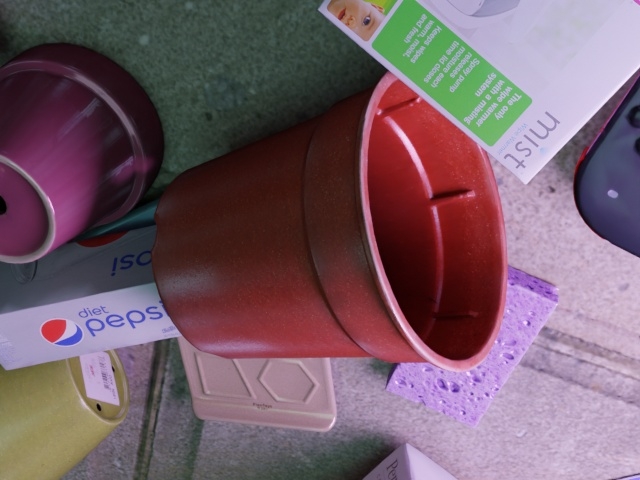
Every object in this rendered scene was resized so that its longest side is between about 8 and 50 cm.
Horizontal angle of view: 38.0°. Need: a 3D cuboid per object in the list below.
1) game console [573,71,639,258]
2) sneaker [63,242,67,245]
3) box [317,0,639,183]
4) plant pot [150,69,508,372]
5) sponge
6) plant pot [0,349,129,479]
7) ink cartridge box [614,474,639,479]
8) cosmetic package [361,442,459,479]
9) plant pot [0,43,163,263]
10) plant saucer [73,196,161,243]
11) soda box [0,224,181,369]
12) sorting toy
[{"bbox_3d":[0.454,-0.074,0.799,0.386,0.060,0.342,27,127,-1],"label":"game console"},{"bbox_3d":[-0.326,0.028,1.120,0.061,0.054,0.152,-22,113,26],"label":"sneaker"},{"bbox_3d":[0.172,-0.222,0.735,0.231,0.127,0.262,42,126,1],"label":"box"},{"bbox_3d":[0.000,0.000,0.884,0.265,0.272,0.272,-11,118,33],"label":"plant pot"},{"bbox_3d":[0.163,0.111,1.031,0.117,0.031,0.210,24,127,1],"label":"sponge"},{"bbox_3d":[-0.400,0.216,1.167,0.293,0.275,0.275,-24,113,12],"label":"plant pot"},{"bbox_3d":[0.380,0.381,1.132,0.206,0.045,0.208,-23,111,30],"label":"ink cartridge box"},{"bbox_3d":[0.015,0.487,1.114,0.161,0.230,0.453,39,106,-20],"label":"cosmetic package"},{"bbox_3d":[-0.288,-0.077,0.960,0.201,0.180,0.201,8,125,12],"label":"plant pot"},{"bbox_3d":[-0.191,-0.018,1.051,0.192,0.018,0.067,-21,148,29],"label":"plant saucer"},{"bbox_3d":[-0.235,0.057,1.037,0.286,0.098,0.091,-11,133,10],"label":"soda box"},{"bbox_3d":[-0.080,0.132,1.124,0.192,0.038,0.208,3,118,16],"label":"sorting toy"}]
